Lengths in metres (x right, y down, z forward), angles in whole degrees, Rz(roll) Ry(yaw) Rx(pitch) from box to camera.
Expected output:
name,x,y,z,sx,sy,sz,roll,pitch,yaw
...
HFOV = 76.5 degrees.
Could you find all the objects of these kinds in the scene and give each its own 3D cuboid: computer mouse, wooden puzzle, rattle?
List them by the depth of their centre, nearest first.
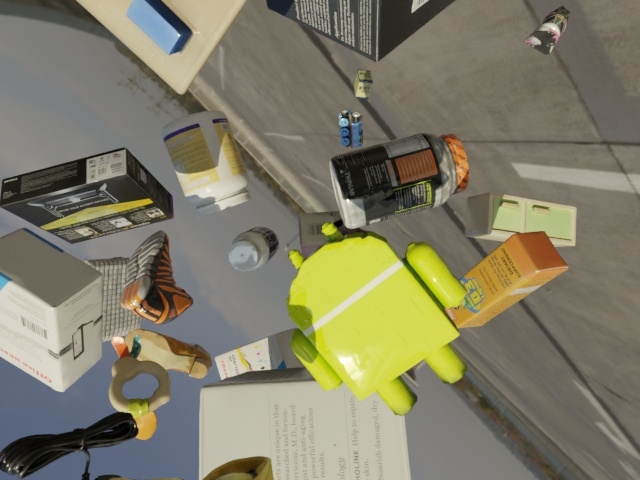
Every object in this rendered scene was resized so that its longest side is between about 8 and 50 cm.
name,x,y,z,sx,sy,sz,roll,pitch,yaw
computer mouse,-0.310,0.352,0.479,0.060,0.262,0.184,4,171,34
wooden puzzle,-0.292,-0.467,0.676,0.322,0.348,0.080,42,-143,-15
rattle,-0.427,0.332,0.946,0.200,0.130,0.142,39,150,29

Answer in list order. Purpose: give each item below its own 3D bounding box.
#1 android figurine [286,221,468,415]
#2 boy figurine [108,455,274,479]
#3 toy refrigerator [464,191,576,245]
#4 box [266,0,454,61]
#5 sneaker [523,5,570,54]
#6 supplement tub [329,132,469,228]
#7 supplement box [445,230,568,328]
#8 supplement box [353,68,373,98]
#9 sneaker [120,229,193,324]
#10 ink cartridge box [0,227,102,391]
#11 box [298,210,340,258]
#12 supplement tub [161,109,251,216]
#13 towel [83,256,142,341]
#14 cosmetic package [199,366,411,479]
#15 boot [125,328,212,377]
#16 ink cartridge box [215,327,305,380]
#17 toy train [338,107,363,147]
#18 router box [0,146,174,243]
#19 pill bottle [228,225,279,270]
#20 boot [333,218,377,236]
name,x,y,z,sx,sy,sz,roll,pitch,yaw
android figurine,0.066,0.101,0.556,0.273,0.248,0.056,49,-167,-1
boy figurine,-0.163,0.235,0.340,0.285,0.092,0.177,11,161,-24
toy refrigerator,0.504,-0.048,1.015,0.270,0.102,0.094,7,175,-17
box,0.141,-0.844,1.181,0.472,0.480,0.297,39,160,23
sneaker,0.554,-0.505,0.976,0.072,0.077,0.178,33,-161,1
supplement tub,0.193,-0.157,1.029,0.193,0.316,0.193,-14,-90,-90
supplement box,0.315,0.079,0.730,0.233,0.080,0.078,116,142,-51
supplement box,0.176,-0.650,1.687,0.083,0.056,0.083,103,166,-53
sneaker,-0.469,0.119,1.203,0.180,0.125,0.321,48,-158,-36
ink cartridge box,-0.410,0.107,0.600,0.148,0.203,0.086,28,-144,6
box,0.000,0.000,1.490,0.232,0.149,0.126,88,177,-68
supplement tub,-0.403,-0.274,1.473,0.241,0.241,0.331,-126,17,-80
towel,-0.736,0.195,1.385,0.121,0.283,0.235,5,-176,24
cosmetic package,-0.016,0.452,0.890,0.329,0.394,0.327,61,-156,-76
boot,-0.511,0.378,1.392,0.295,0.104,0.211,30,170,-12
ink cartridge box,-0.182,0.406,1.313,0.168,0.233,0.171,10,-122,-69
toy train,0.138,-0.501,1.818,0.184,0.105,0.080,82,-174,-45
router box,-0.575,-0.103,1.039,0.243,0.309,0.081,74,-177,-67
pill bottle,-0.115,0.015,0.698,0.067,0.067,0.120,46,-169,-2
boot,0.105,0.003,1.311,0.207,0.090,0.248,31,162,-15
